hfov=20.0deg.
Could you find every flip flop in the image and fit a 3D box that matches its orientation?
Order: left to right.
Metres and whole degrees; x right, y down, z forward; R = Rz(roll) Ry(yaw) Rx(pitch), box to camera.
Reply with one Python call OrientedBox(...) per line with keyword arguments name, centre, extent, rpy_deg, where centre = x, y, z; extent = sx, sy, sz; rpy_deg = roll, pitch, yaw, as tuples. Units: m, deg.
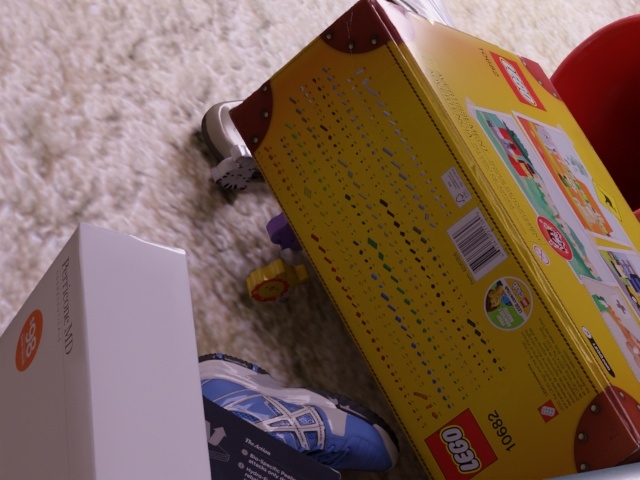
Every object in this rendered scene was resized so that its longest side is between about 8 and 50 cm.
OrientedBox(name="flip flop", centre=(-0.010, -0.133, 1.928), extent=(0.277, 0.080, 0.112), rpy_deg=(-11, 61, -47))

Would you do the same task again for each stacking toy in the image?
OrientedBox(name="stacking toy", centre=(0.000, 0.000, 1.831), extent=(0.221, 0.052, 0.167), rpy_deg=(14, 43, -39))

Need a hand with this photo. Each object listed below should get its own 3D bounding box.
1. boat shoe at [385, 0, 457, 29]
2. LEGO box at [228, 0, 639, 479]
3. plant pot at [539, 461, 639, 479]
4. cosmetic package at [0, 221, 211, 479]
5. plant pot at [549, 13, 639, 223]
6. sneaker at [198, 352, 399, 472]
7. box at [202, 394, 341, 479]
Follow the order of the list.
OrientedBox(name="boat shoe", centre=(0.136, -0.215, 2.160), extent=(0.075, 0.083, 0.226), rpy_deg=(-7, 46, -32))
OrientedBox(name="LEGO box", centre=(0.182, 0.041, 1.753), extent=(0.372, 0.193, 0.500), rpy_deg=(11, 46, -57))
OrientedBox(name="plant pot", centre=(0.228, 0.313, 1.388), extent=(0.334, 0.341, 0.341), rpy_deg=(-2, 51, -16))
OrientedBox(name="cosmetic package", centre=(-0.178, 0.221, 1.247), extent=(0.097, 0.284, 0.377), rpy_deg=(18, 42, -29))
OrientedBox(name="plant pot", centre=(0.420, -0.100, 2.155), extent=(0.243, 0.275, 0.275), rpy_deg=(24, 39, -40))
OrientedBox(name="sneaker", centre=(-0.030, 0.174, 1.613), extent=(0.211, 0.080, 0.081), rpy_deg=(18, 48, -14))
OrientedBox(name="box", centre=(-0.081, 0.232, 1.484), extent=(0.156, 0.093, 0.158), rpy_deg=(32, 39, -14))
